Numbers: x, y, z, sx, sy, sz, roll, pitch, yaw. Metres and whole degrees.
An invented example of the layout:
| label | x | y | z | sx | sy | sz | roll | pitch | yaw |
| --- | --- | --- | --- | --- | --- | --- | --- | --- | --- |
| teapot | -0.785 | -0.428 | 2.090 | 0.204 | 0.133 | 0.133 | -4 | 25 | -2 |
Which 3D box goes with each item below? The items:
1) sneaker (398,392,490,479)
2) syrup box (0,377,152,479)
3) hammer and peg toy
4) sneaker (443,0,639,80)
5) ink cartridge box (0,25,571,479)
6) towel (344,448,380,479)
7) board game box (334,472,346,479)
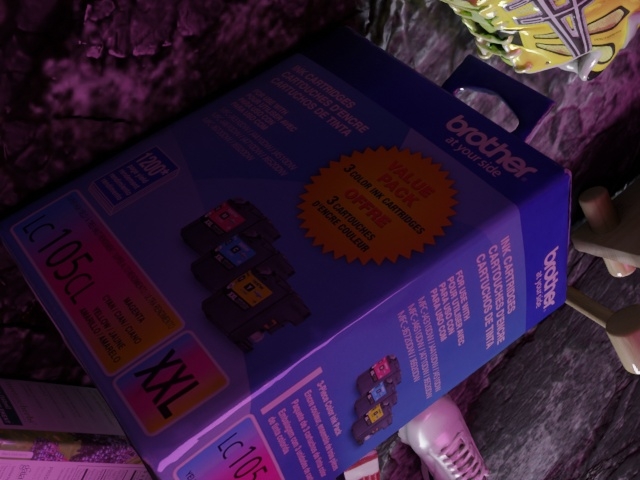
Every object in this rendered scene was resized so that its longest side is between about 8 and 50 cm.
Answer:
| label | x | y | z | sx | sy | sz | roll | pitch | yaw |
| --- | --- | --- | --- | --- | --- | --- | --- | --- | --- |
| sneaker | 0.172 | 0.275 | 1.117 | 0.090 | 0.095 | 0.235 | -39 | 134 | -9 |
| syrup box | -0.202 | 0.190 | 0.752 | 0.237 | 0.093 | 0.096 | 16 | 107 | -44 |
| hammer and peg toy | 0.425 | -0.018 | 1.025 | 0.361 | 0.266 | 0.127 | -36 | 113 | -13 |
| sneaker | 0.174 | -0.219 | 0.746 | 0.384 | 0.145 | 0.147 | 0 | 117 | -38 |
| ink cartridge box | 0.000 | 0.000 | 0.659 | 0.395 | 0.270 | 0.151 | -32 | 139 | -18 |
| towel | -0.033 | 0.414 | 1.088 | 0.237 | 0.037 | 0.329 | -18 | 126 | -27 |
| board game box | -0.060 | 0.244 | 0.752 | 0.056 | 0.347 | 0.208 | 28 | 97 | -10 |
